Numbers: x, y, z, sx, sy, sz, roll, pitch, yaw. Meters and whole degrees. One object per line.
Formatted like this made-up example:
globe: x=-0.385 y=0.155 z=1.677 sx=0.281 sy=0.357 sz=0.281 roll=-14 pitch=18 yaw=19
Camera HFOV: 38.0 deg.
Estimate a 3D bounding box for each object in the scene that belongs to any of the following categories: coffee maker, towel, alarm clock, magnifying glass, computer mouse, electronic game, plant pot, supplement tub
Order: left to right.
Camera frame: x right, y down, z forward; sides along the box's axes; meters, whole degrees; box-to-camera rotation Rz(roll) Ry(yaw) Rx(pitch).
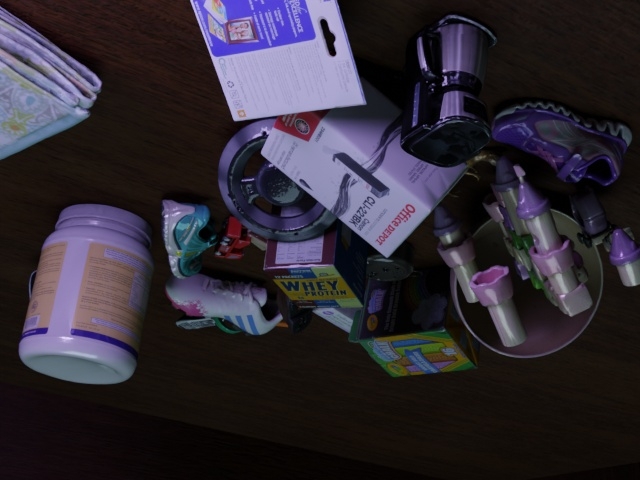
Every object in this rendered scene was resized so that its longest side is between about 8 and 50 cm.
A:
towel: x=-0.570 y=-0.257 z=1.469 sx=0.374 sy=0.090 sz=0.320 roll=-15 pitch=145 yaw=38
supplement tub: x=-0.483 y=0.115 z=1.962 sx=0.241 sy=0.331 sz=0.241 roll=5 pitch=155 yaw=2
computer mouse: x=-0.293 y=0.197 z=2.457 sx=0.193 sy=0.042 sz=0.106 roll=-9 pitch=157 yaw=17
magnifying glass: x=-0.173 y=0.200 z=2.396 sx=0.231 sy=0.092 sz=0.026 roll=9 pitch=155 yaw=-33
electronic game: x=-0.065 y=-0.103 z=1.606 sx=0.229 sy=0.048 sz=0.229 roll=4 pitch=116 yaw=8
alarm clock: x=0.151 y=0.051 z=2.012 sx=0.192 sy=0.064 sz=0.129 roll=22 pitch=151 yaw=-37
coffee maker: x=0.173 y=-0.198 z=1.315 sx=0.120 sy=0.178 sz=0.171 roll=10 pitch=155 yaw=-8
plant pot: x=0.370 y=0.064 z=1.793 sx=0.284 sy=0.284 sz=0.191 roll=10 pitch=-173 yaw=-9

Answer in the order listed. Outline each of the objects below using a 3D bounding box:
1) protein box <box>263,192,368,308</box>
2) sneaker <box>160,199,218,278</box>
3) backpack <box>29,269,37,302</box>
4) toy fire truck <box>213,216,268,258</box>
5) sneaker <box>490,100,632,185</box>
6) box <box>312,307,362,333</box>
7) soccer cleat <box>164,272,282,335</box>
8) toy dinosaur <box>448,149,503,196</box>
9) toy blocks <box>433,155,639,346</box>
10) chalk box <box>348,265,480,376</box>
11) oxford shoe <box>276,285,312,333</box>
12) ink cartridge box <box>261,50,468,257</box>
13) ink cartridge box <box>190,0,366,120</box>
protein box: x=0.000 y=0.000 z=1.759 sx=0.136 sy=0.201 sz=0.200 roll=-3 pitch=154 yaw=19
sneaker: x=-0.269 y=0.003 z=1.958 sx=0.110 sy=0.107 sz=0.275 roll=-3 pitch=156 yaw=-4
backpack: x=-0.581 y=0.190 z=2.252 sx=0.225 sy=0.254 sz=0.191 roll=-2 pitch=174 yaw=14
toy fire truck: x=-0.143 y=-0.005 z=1.968 sx=0.135 sy=0.047 sz=0.192 roll=11 pitch=156 yaw=-15
sneaker: x=0.382 y=-0.146 z=1.472 sx=0.236 sy=0.105 sz=0.095 roll=12 pitch=156 yaw=-10
box: x=0.096 y=0.199 z=2.343 sx=0.063 sy=0.067 sz=0.324 roll=-12 pitch=151 yaw=33
soccer cleat: x=-0.218 y=0.132 z=2.238 sx=0.143 sy=0.116 sz=0.331 roll=-32 pitch=141 yaw=30
toy dinosaur: x=0.209 y=-0.134 z=1.612 sx=0.211 sy=0.064 sz=0.112 roll=-4 pitch=139 yaw=-2
toy blocks: x=0.350 y=-0.036 z=1.534 sx=0.309 sy=0.260 sz=0.288 roll=-25 pitch=-164 yaw=0
chalk box: x=0.204 y=0.191 z=2.129 sx=0.289 sy=0.180 sz=0.179 roll=-11 pitch=138 yaw=33
oxford shoe: x=-0.067 y=0.120 z=2.179 sx=0.082 sy=0.096 sz=0.227 roll=-26 pitch=148 yaw=-30
ink cartridge box: x=0.063 y=-0.125 z=1.433 sx=0.273 sy=0.114 sz=0.197 roll=39 pitch=153 yaw=2
ink cartridge box: x=-0.053 y=-0.269 z=1.259 sx=0.208 sy=0.045 sz=0.206 roll=-3 pitch=123 yaw=25
